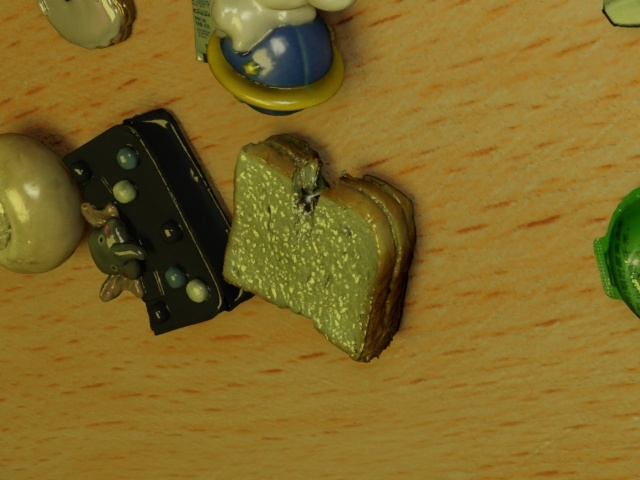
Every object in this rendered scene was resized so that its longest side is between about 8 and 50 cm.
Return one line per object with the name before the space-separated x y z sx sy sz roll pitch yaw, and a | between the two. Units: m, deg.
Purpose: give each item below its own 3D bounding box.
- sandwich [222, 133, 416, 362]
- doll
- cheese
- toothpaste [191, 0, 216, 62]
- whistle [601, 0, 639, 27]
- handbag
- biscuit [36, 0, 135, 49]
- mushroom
sandwich | -0.001 0.001 1.766 0.273 0.095 0.249 29 128 28
doll | -0.083 -0.287 1.600 0.311 0.159 0.242 56 166 33
cheese | 0.428 0.028 1.386 0.320 0.083 0.204 -2 111 47
toothpaste | -0.155 -0.331 1.744 0.062 0.037 0.216 21 132 33
whistle | 0.378 -0.247 1.271 0.114 0.077 0.235 43 153 -29
handbag | -0.262 -0.015 1.990 0.269 0.118 0.326 -23 96 49
biscuit | -0.359 -0.375 1.901 0.181 0.049 0.208 -2 115 43
mushroom | -0.506 -0.054 2.130 0.246 0.202 0.246 34 137 38
